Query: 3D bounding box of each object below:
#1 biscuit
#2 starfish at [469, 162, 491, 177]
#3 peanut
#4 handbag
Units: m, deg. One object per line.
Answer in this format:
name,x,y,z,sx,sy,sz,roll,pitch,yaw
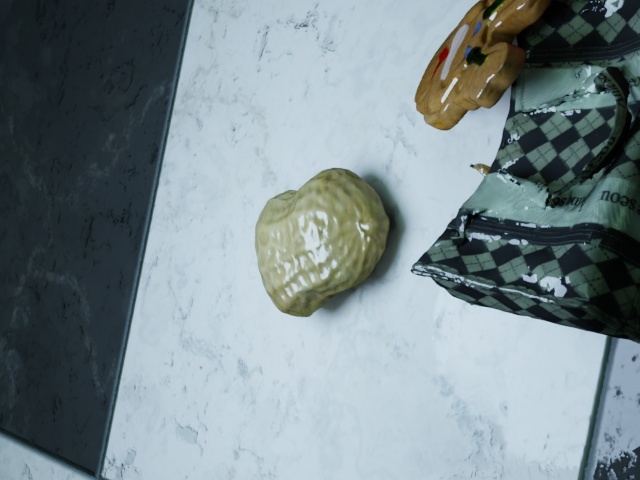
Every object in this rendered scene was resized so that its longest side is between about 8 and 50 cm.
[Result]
biscuit,0.196,-0.240,1.875,0.202,0.047,0.334,-65,11,-12
starfish,0.270,-0.056,1.879,0.138,0.050,0.247,-35,50,37
peanut,0.000,0.000,2.110,0.233,0.110,0.196,-31,61,42
handbag,0.308,-0.103,1.728,0.317,0.180,0.416,12,77,51
